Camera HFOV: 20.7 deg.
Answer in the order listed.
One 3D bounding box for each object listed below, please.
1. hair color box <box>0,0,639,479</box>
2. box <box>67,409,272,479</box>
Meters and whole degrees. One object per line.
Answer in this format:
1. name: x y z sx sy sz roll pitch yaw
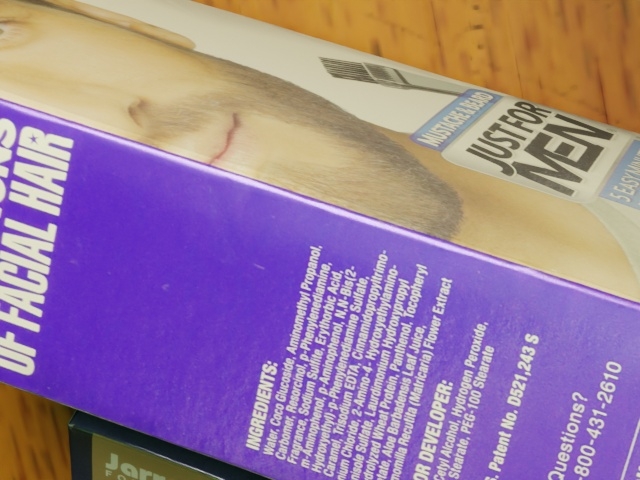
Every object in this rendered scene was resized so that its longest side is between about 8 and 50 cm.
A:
1. hair color box: 0.000 0.000 0.632 0.339 0.185 0.110 17 111 13
2. box: -0.035 0.134 0.721 0.136 0.036 0.225 18 135 13
